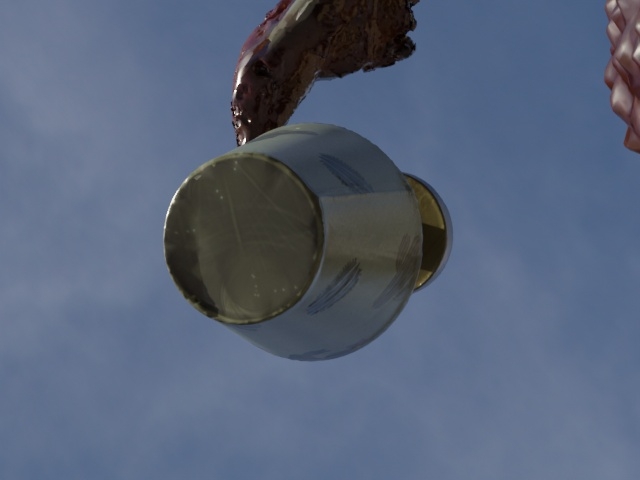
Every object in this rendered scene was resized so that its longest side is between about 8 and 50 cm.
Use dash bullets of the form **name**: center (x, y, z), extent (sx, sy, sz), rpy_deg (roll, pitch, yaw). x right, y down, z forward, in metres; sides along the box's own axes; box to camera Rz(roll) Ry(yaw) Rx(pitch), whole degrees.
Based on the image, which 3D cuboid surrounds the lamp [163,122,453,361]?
- **lamp**: center (0.000, 0.000, 0.961), extent (0.121, 0.214, 0.121), rpy_deg (1, -88, 20)

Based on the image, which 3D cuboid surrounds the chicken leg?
- **chicken leg**: center (-0.006, -0.111, 1.163), extent (0.093, 0.053, 0.205), rpy_deg (43, -85, 16)

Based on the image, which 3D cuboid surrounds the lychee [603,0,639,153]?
- **lychee**: center (0.206, -0.105, 0.633), extent (0.300, 0.264, 0.264), rpy_deg (23, -83, -10)
